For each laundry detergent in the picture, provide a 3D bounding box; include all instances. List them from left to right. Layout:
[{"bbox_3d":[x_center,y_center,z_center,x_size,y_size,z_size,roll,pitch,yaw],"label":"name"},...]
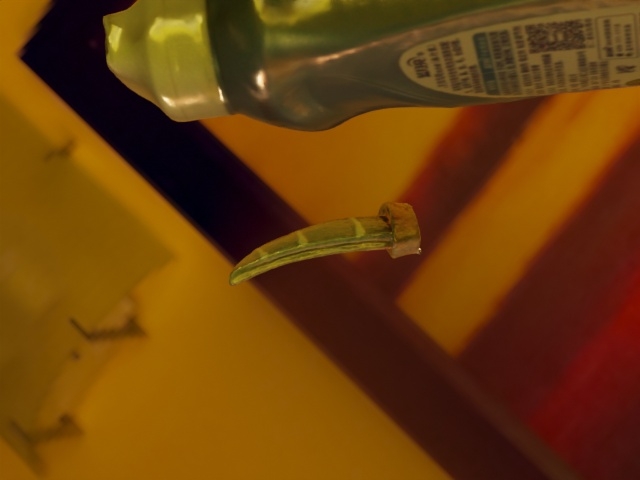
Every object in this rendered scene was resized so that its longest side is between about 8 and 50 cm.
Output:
[{"bbox_3d":[0.046,-0.110,0.888,0.290,0.094,0.143,-7,-12,7],"label":"laundry detergent"}]

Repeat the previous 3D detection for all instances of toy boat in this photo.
[{"bbox_3d":[-0.001,0.000,1.196,0.122,0.034,0.096,-9,9,-3],"label":"toy boat"}]
